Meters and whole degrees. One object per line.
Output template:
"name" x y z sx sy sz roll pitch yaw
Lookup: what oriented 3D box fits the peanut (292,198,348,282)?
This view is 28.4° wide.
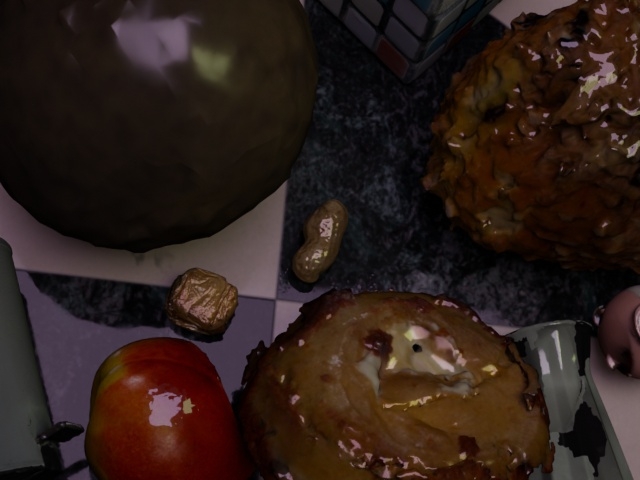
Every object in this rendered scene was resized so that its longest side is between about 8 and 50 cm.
"peanut" 0.000 0.000 1.547 0.054 0.054 0.113 22 70 -1

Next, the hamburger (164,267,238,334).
"hamburger" -0.142 0.074 1.503 0.083 0.044 0.076 29 69 -1

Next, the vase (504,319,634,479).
"vase" 0.293 0.278 1.452 0.165 0.165 0.360 -3 68 -10

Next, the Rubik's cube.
"Rubik's cube" 0.129 -0.402 1.588 0.256 0.253 0.259 -41 84 -19

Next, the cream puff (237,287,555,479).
"cream puff" 0.073 0.201 1.389 0.351 0.228 0.350 8 44 -8

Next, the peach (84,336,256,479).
"peach" -0.161 0.201 1.384 0.193 0.190 0.190 15 70 -19

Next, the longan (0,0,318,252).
"longan" -0.193 -0.178 1.401 0.391 0.391 0.391 3 72 -8

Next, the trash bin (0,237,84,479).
"trash bin" -0.410 0.147 1.347 0.277 0.217 0.262 -16 76 4

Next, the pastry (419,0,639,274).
"pastry" 0.335 -0.130 1.491 0.405 0.337 0.292 7 62 -6

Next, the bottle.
"bottle" 0.445 0.094 1.534 0.237 0.147 0.147 -17 76 -11
